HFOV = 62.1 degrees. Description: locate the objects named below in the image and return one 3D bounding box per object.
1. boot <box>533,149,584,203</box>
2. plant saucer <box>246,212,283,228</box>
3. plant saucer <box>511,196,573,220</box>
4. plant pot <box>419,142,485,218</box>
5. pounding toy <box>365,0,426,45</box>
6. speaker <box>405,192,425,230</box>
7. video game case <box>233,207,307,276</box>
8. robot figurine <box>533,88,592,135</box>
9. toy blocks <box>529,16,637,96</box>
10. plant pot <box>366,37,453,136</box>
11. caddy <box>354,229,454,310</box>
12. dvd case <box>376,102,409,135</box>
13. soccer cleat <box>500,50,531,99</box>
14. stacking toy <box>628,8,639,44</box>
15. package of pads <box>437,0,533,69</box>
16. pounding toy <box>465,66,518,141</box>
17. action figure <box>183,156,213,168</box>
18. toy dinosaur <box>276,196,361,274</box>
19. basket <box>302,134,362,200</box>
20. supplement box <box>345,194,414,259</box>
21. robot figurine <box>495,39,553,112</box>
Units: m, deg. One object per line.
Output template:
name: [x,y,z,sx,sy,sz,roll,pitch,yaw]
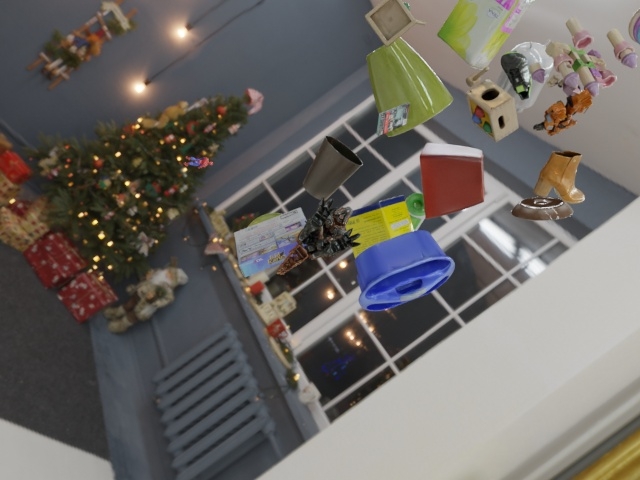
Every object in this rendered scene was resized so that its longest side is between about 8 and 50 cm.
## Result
boot: [1.075,-0.277,2.293,0.295,0.211,0.104,5,34,-23]
plant saucer: [-0.205,-0.002,2.195,0.241,0.241,0.037,53,-4,31]
plant saucer: [0.759,-0.114,1.825,0.198,0.199,0.036,-128,-152,-68]
plant pot: [0.554,-0.259,2.200,0.267,0.236,0.267,-52,136,-63]
pounding toy: [0.231,-0.671,1.618,0.130,0.141,0.100,52,15,-9]
speaker: [0.442,-0.117,2.610,0.131,0.131,0.296,53,-19,16]
video game case: [-0.164,0.001,1.884,0.244,0.270,0.061,-115,-176,-61]
robot figurine: [0.960,-0.494,2.102,0.085,0.211,0.291,66,11,11]
toy blocks: [1.007,-0.631,2.040,0.309,0.289,0.260,125,-40,-52]
plant pot: [0.296,-0.579,1.953,0.293,0.275,0.275,58,-2,-16]
caddy: [0.274,0.118,1.771,0.241,0.341,0.179,77,-9,-57]
dvd case: [0.239,-0.399,1.754,0.013,0.119,0.087,53,-22,32]
soccer cleat: [0.521,-0.433,1.398,0.179,0.060,0.072,23,63,-52]
stacking toy: [1.089,-0.636,1.672,0.141,0.141,0.330,54,30,-28]
package of pads: [0.586,-0.793,1.898,0.101,0.296,0.229,-4,50,-39]
pounding toy: [0.486,-0.428,1.608,0.181,0.094,0.206,54,3,-48]
action figure: [-0.402,-0.259,1.766,0.115,0.038,0.030,9,-17,33]
toy dinosaur: [0.000,0.000,1.587,0.164,0.322,0.218,33,-28,-15]
basket: [0.037,-0.294,2.264,0.204,0.227,0.154,44,25,18]
supplement box: [0.260,0.024,2.124,0.195,0.194,0.356,-18,92,-50]
robot figurine: [0.935,-0.754,2.452,0.200,0.300,0.353,43,-38,26]
